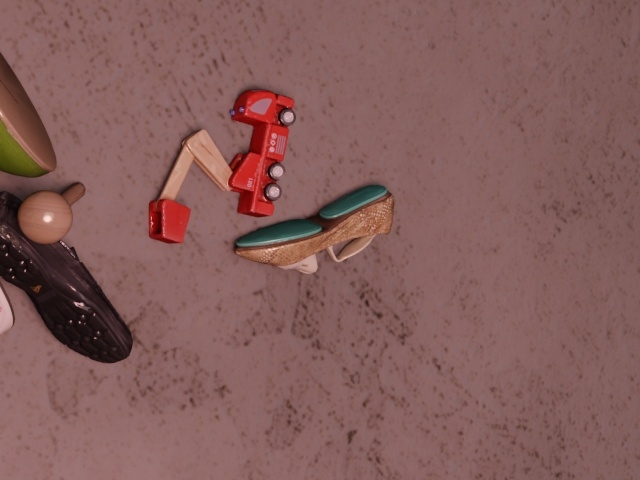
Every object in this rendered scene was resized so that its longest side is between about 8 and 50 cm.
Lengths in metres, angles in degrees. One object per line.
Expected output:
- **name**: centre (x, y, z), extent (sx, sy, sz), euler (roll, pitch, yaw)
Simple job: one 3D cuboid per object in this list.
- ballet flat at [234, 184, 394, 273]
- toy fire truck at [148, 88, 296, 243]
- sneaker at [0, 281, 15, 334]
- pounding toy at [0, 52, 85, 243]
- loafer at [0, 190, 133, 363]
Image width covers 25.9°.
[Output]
- **ballet flat**: centre (0.000, 0.000, 1.587), extent (0.206, 0.073, 0.067), euler (-21, 113, -22)
- **toy fire truck**: centre (-0.109, -0.082, 1.543), extent (0.135, 0.047, 0.192), euler (13, 83, -24)
- **sneaker**: centre (-0.445, 0.014, 1.339), extent (0.178, 0.123, 0.296), euler (-40, 108, -31)
- **pounding toy**: centre (-0.341, -0.100, 1.380), extent (0.110, 0.183, 0.237), euler (-29, 106, 2)
- **loafer**: centre (-0.269, 0.039, 1.446), extent (0.223, 0.076, 0.078), euler (50, 35, -28)
